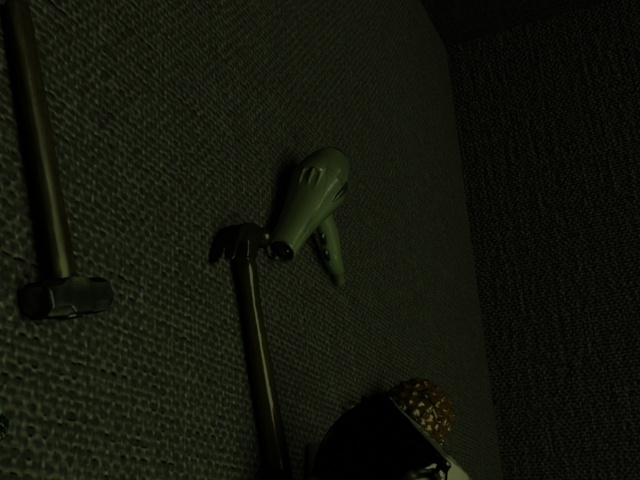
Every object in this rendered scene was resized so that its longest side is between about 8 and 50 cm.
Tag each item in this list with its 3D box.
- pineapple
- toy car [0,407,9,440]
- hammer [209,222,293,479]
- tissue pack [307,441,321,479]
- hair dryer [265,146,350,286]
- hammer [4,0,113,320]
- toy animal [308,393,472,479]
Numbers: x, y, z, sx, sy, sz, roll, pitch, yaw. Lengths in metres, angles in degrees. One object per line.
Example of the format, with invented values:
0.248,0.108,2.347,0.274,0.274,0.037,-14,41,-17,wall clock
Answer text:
0.154,0.380,1.700,0.340,0.169,0.169,-3,81,-60,pineapple
-0.316,0.199,0.715,0.073,0.054,0.143,58,29,-42,toy car
-0.091,0.187,1.305,0.168,0.044,0.440,5,74,-69,hammer
0.091,0.456,1.464,0.246,0.159,0.136,52,34,-49,tissue pack
-0.016,-0.007,1.560,0.296,0.118,0.298,-38,126,-60,hair dryer
-0.306,-0.093,0.922,0.111,0.043,0.366,3,74,-68,hammer
0.061,0.405,1.218,0.251,0.310,0.251,44,-4,4,toy animal
